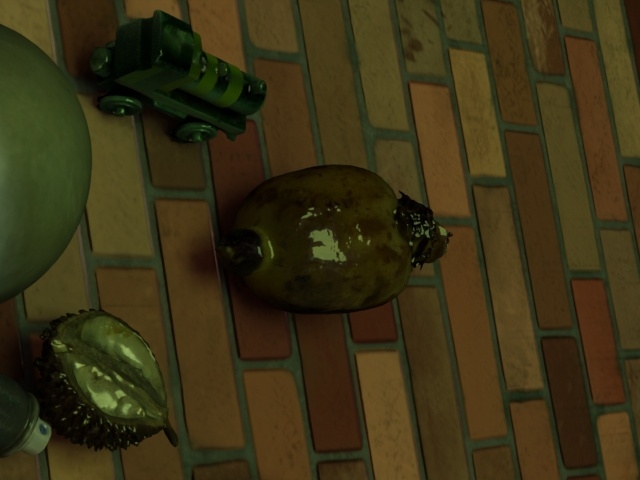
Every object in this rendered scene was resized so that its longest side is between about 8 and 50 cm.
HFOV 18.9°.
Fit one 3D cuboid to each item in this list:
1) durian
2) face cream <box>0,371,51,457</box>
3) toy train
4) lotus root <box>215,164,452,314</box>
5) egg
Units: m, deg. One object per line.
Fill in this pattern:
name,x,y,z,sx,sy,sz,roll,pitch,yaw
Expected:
durian,-0.214,0.154,1.868,0.188,0.091,0.148,37,30,-25
face cream,-0.355,0.118,1.726,0.283,0.073,0.073,38,51,-36
toy train,-0.144,-0.166,2.037,0.200,0.132,0.083,18,64,-44
lotus root,0.000,0.000,2.148,0.314,0.141,0.169,-3,77,-41
egg,-0.325,-0.067,1.654,0.352,0.258,0.258,-79,145,-77
